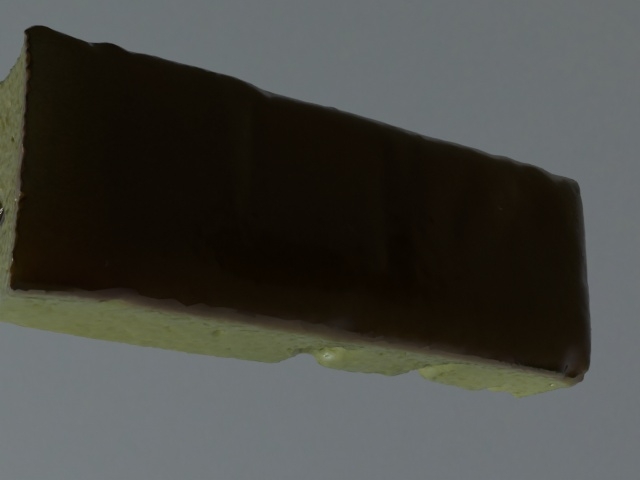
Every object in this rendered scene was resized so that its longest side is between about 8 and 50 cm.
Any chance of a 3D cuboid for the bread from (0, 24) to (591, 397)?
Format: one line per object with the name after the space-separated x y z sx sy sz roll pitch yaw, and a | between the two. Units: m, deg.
0.000 0.000 0.650 0.361 0.077 0.138 12 -118 -32 | bread
